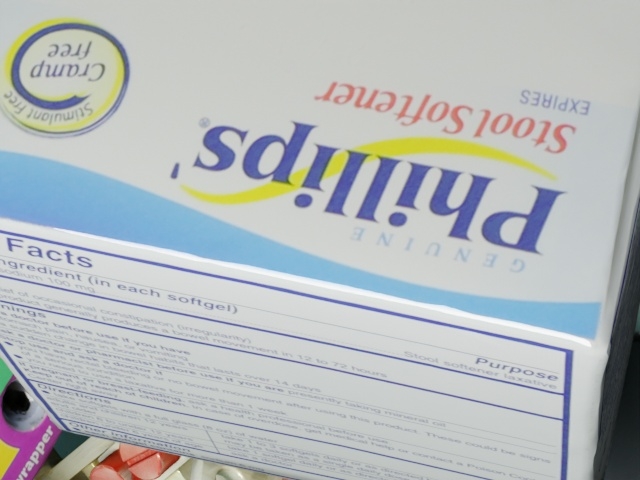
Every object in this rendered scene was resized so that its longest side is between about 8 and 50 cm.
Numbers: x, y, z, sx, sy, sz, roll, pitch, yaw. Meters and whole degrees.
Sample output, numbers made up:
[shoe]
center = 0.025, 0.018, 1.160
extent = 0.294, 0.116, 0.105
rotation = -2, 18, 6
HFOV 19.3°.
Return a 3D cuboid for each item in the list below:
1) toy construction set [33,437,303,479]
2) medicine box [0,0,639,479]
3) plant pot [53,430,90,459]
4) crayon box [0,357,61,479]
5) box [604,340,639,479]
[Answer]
[toy construction set]
center = -0.101, 0.135, 1.027
extent = 0.328, 0.215, 0.151
rotation = -21, 100, 40
[medicine box]
center = 0.000, 0.000, 0.785
extent = 0.263, 0.149, 0.289
rotation = 11, 159, 11
[plant pot]
center = -0.257, 0.126, 1.386
extent = 0.272, 0.271, 0.255
rotation = 8, 165, 45
[crayon box]
center = -0.255, 0.009, 0.918
extent = 0.106, 0.363, 0.313
rotation = 7, 151, 46
[box]
center = 0.235, 0.139, 0.968
extent = 0.184, 0.103, 0.261
rotation = 37, 159, -30
